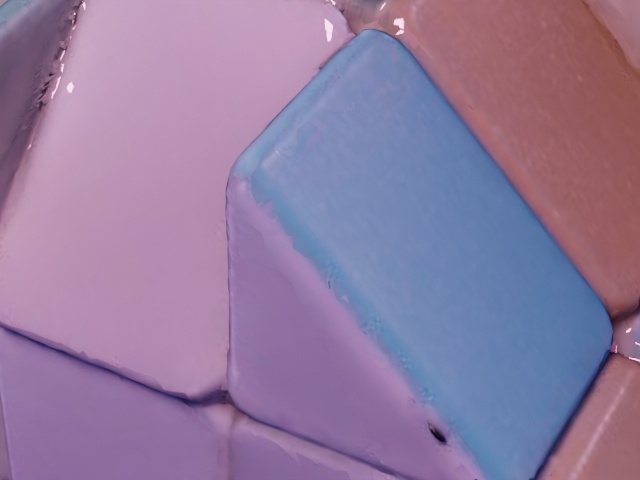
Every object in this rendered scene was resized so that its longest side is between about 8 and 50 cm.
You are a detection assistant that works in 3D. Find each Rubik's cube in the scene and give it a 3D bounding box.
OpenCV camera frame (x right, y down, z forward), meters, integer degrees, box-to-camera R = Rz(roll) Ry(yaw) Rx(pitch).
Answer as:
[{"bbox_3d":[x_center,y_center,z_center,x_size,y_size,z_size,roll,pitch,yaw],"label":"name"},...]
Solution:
[{"bbox_3d":[0.000,0.000,0.450,0.224,0.265,0.213,52,45,-13],"label":"Rubik's cube"}]
